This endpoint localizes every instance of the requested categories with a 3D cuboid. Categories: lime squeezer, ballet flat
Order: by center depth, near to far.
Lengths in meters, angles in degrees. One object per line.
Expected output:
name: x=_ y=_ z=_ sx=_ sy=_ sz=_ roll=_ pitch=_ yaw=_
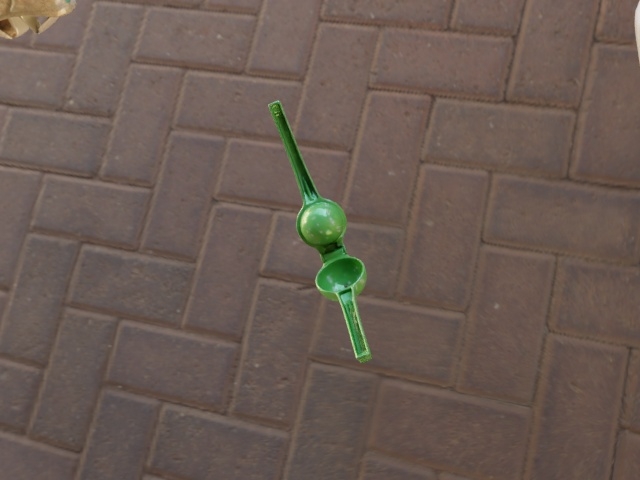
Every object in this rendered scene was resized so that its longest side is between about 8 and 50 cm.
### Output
ballet flat: x=-0.264 y=-0.196 z=0.713 sx=0.168 sy=0.052 sz=0.057 roll=3 pitch=43 yaw=48
lime squeezer: x=0.000 y=0.000 z=0.900 sx=0.058 sy=0.110 sz=0.310 roll=-28 pitch=64 yaw=19

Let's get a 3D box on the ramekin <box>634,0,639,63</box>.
ramekin: x=0.405 y=-0.172 z=0.703 sx=0.277 sy=0.135 sz=0.277 roll=-20 pitch=28 yaw=11
